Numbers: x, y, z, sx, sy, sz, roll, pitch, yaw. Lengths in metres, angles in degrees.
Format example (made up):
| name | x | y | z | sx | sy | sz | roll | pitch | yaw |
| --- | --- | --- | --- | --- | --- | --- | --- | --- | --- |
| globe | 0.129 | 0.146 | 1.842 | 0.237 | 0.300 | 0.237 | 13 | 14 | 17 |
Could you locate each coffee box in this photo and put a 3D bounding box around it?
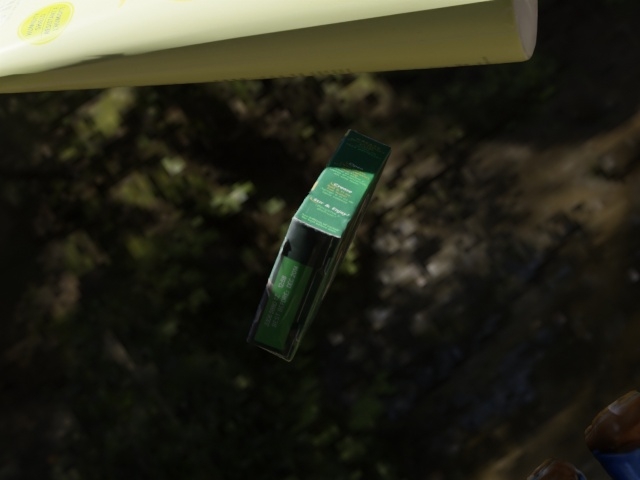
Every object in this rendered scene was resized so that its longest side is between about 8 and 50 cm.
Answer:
| name | x | y | z | sx | sy | sz | roll | pitch | yaw |
| --- | --- | --- | --- | --- | --- | --- | --- | --- | --- |
| coffee box | 0.000 | 0.000 | 1.338 | 0.184 | 0.040 | 0.113 | -60 | -7 | -62 |

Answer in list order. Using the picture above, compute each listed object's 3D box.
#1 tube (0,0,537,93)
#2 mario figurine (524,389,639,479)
| name | x | y | z | sx | sy | sz | roll | pitch | yaw |
| --- | --- | --- | --- | --- | --- | --- | --- | --- | --- |
| tube | -0.037 | -0.092 | 0.708 | 0.240 | 0.062 | 0.070 | -3 | -5 | 17 |
| mario figurine | 0.302 | 0.266 | 1.359 | 0.198 | 0.320 | 0.170 | -51 | -16 | 30 |
